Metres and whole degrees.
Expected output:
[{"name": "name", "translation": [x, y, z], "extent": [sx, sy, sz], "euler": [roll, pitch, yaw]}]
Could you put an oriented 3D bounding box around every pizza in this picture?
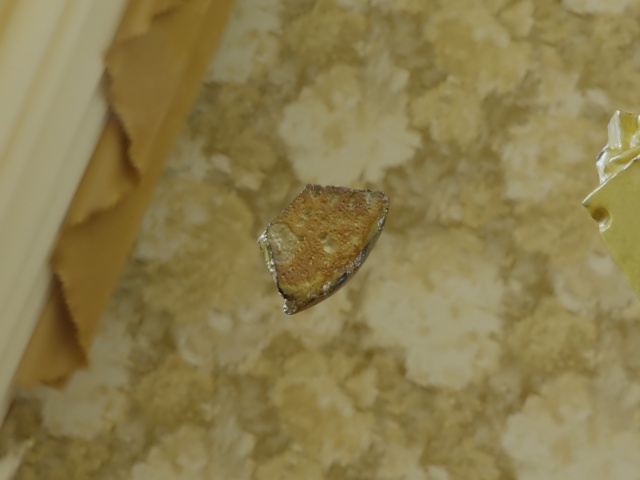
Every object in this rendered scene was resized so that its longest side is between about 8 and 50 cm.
[{"name": "pizza", "translation": [0.000, 0.000, 1.507], "extent": [0.099, 0.160, 0.036], "euler": [41, -17, 1]}]

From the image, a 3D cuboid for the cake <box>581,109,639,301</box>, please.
[{"name": "cake", "translation": [0.367, -0.049, 1.204], "extent": [0.222, 0.227, 0.286], "euler": [-13, 68, -44]}]
